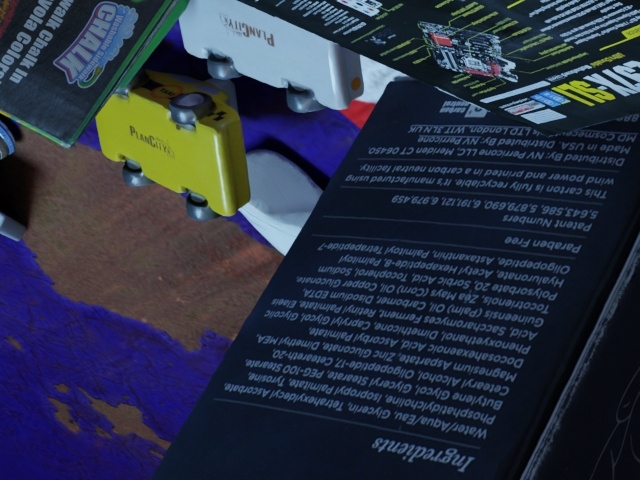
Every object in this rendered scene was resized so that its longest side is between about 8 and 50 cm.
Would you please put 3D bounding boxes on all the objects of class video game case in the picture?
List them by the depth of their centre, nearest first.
[{"bbox_3d":[-0.394,-0.055,1.700,0.173,0.022,0.190,30,176,-2],"label":"video game case"}]

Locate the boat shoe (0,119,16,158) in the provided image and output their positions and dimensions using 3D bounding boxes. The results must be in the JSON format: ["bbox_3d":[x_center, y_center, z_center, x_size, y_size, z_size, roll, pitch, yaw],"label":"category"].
[{"bbox_3d":[-0.391,-0.116,1.618,0.183,0.066,0.066,25,152,10],"label":"boat shoe"}]

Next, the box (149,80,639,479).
[{"bbox_3d":[0.159,0.211,1.201,0.297,0.471,0.480,4,143,40],"label":"box"}]

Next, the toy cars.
[{"bbox_3d":[-0.064,-0.128,1.260,0.176,0.087,0.394,59,149,5],"label":"toy cars"}]

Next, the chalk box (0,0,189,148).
[{"bbox_3d":[-0.212,-0.197,1.092,0.179,0.180,0.289,42,-172,39],"label":"chalk box"}]

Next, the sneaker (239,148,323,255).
[{"bbox_3d":[0.000,0.000,1.448,0.212,0.080,0.094,43,162,-10],"label":"sneaker"}]

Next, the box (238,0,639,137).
[{"bbox_3d":[0.094,-0.155,0.930,0.257,0.079,0.322,20,172,-13],"label":"box"}]
